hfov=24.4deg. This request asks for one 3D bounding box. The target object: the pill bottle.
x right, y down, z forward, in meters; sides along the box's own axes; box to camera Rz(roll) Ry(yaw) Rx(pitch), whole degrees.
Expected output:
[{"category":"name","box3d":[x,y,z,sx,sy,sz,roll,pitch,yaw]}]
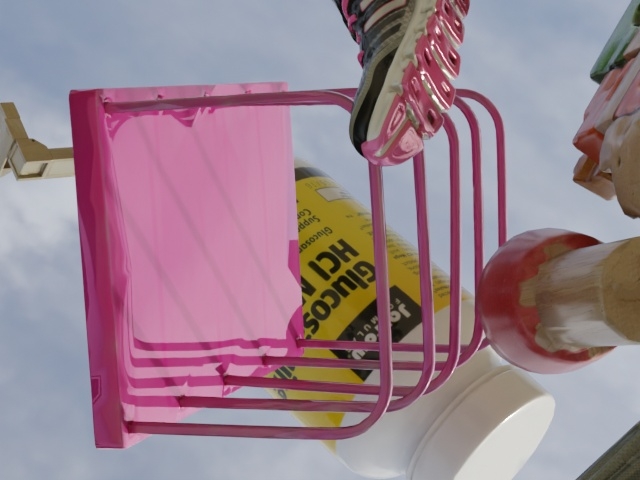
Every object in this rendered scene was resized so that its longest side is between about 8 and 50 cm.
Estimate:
[{"category":"pill bottle","box3d":[0.038,0.088,1.315,0.188,0.188,0.334,-28,-124,-36]}]

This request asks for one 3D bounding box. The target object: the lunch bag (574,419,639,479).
[{"category":"lunch bag","box3d":[0.153,0.225,0.581,0.305,0.256,0.212,-42,-123,-7]}]

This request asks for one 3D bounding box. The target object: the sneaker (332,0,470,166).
[{"category":"sneaker","box3d":[0.033,-0.116,0.773,0.075,0.063,0.170,5,-112,23]}]

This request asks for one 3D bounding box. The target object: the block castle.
[{"category":"block castle","box3d":[0.317,-0.065,0.854,0.303,0.213,0.453,33,-99,-7]}]

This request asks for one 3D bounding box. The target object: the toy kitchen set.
[{"category":"toy kitchen set","box3d":[-0.311,-0.097,1.601,0.075,0.068,0.083,-7,-123,-37]}]

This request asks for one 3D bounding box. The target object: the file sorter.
[{"category":"file sorter","box3d":[0.000,0.000,0.922,0.182,0.202,0.291,-1,-174,20]}]
